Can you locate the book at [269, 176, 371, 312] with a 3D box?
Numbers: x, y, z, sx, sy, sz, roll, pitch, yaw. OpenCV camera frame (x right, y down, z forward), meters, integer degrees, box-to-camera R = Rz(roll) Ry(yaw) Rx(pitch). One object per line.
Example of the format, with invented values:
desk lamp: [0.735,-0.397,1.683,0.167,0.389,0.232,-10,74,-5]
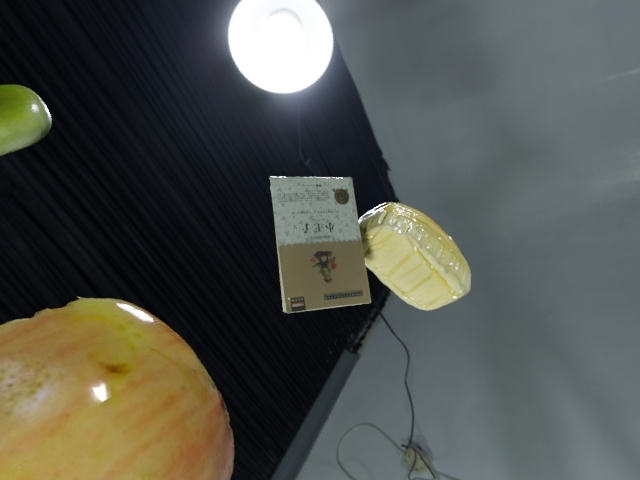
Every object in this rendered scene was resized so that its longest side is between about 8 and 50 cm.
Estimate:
book: [0.000,0.000,0.642,0.138,0.199,0.016,-3,-12,-25]

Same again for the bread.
bread: [0.168,0.025,0.811,0.140,0.236,0.106,-34,24,40]

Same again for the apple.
apple: [-0.268,0.238,0.437,0.252,0.314,0.309,-25,2,29]

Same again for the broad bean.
broad bean: [-0.484,-0.161,0.624,0.174,0.124,0.082,-35,-19,-28]
